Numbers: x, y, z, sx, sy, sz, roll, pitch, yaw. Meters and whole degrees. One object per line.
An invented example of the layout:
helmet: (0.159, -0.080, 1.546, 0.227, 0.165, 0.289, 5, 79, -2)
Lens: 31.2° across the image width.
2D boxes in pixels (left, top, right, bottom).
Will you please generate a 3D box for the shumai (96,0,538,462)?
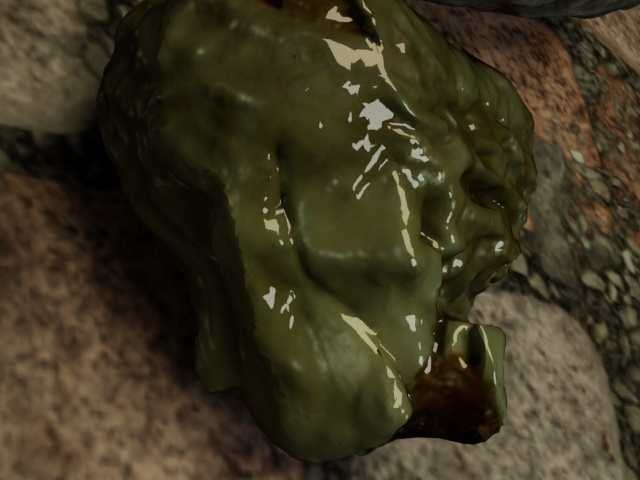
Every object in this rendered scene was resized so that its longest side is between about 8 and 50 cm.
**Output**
shumai: (0.000, -0.002, 0.556, 0.256, 0.189, 0.218, 17, 69, -53)

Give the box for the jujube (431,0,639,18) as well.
jujube: (0.144, -0.272, 0.828, 0.317, 0.226, 0.226, -3, 65, -38)
